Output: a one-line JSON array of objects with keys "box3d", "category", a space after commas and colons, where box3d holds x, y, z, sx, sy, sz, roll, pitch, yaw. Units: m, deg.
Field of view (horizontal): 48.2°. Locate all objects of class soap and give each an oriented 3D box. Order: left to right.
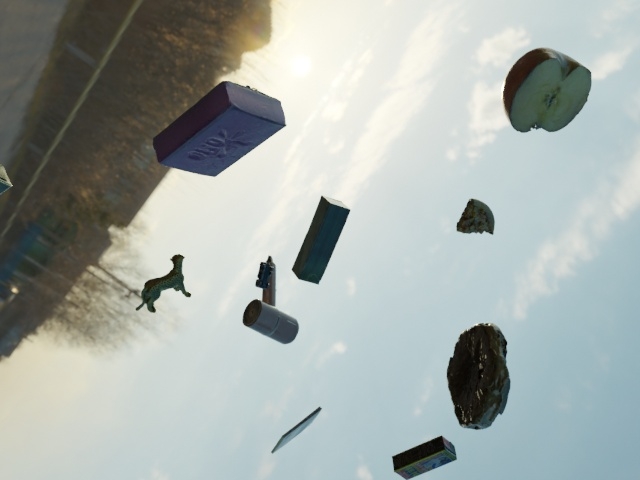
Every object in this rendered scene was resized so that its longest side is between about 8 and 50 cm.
[{"box3d": [-0.229, -0.243, 1.610, 0.259, 0.181, 0.081, -30, -115, 32], "category": "soap"}]

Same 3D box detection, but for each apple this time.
[{"box3d": [0.677, -0.475, 2.233, 0.163, 0.293, 0.251, 58, -47, 47], "category": "apple"}]

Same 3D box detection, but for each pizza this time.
[{"box3d": [0.502, -0.063, 2.326, 0.131, 0.178, 0.041, -24, -142, 0], "category": "pizza"}]

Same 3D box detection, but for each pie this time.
[{"box3d": [0.283, 0.235, 1.275, 0.195, 0.046, 0.195, -168, -90, -75], "category": "pie"}]

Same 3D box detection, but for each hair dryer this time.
[{"box3d": [-0.168, 0.192, 2.549, 0.107, 0.189, 0.344, -34, -140, 34], "category": "hair dryer"}]

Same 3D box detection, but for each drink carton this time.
[{"box3d": [0.285, 0.596, 1.964, 0.165, 0.071, 0.056, -31, -140, 22], "category": "drink carton"}]

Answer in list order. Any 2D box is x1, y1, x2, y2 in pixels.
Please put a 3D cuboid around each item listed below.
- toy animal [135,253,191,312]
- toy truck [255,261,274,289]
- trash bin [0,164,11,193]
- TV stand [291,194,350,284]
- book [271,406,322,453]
[{"box3d": [-0.477, 0.132, 2.134, 0.181, 0.136, 0.073, -25, -136, -25], "category": "toy animal"}, {"box3d": [-0.172, 0.106, 2.156, 0.044, 0.039, 0.083, -5, -111, 54], "category": "toy truck"}, {"box3d": [-0.657, -0.105, 1.389, 0.092, 0.043, 0.061, -37, -115, 6], "category": "trash bin"}, {"box3d": [0.000, 0.000, 2.288, 0.269, 0.083, 0.088, -66, -153, 13], "category": "TV stand"}, {"box3d": [-0.077, 0.614, 2.314, 0.181, 0.014, 0.127, -28, 156, -41], "category": "book"}]
